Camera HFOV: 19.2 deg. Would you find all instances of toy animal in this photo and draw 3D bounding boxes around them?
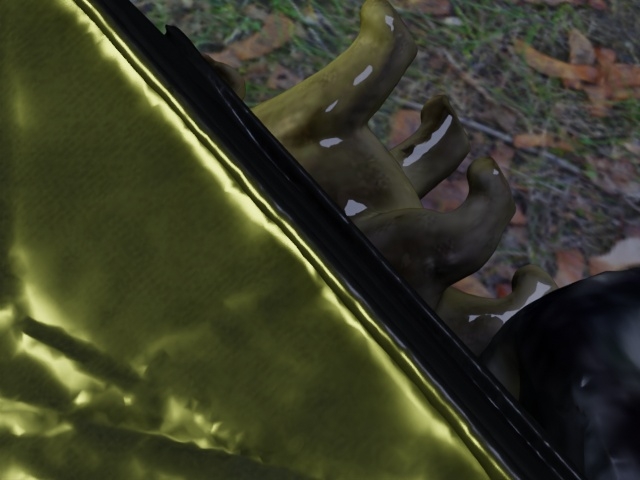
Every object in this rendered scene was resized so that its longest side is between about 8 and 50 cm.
[{"bbox_3d":[0.006,-0.014,0.910,0.168,0.121,0.233,-40,54,-5],"label":"toy animal"}]

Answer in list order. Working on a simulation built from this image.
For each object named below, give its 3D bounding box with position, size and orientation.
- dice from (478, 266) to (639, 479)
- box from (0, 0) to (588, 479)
[{"bbox_3d":[0.158,0.130,0.816,0.183,0.181,0.182,4,45,-18],"label":"dice"},{"bbox_3d":[-0.070,0.093,0.665,0.345,0.251,0.204,48,5,25],"label":"box"}]
